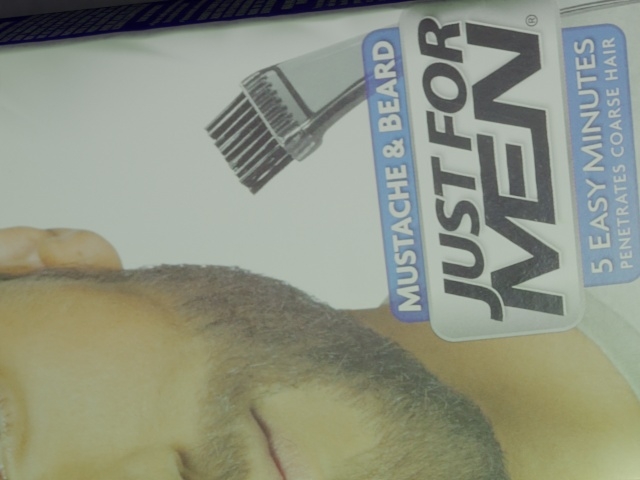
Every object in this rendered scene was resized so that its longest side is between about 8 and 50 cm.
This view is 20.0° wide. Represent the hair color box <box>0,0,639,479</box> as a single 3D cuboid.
[{"bbox_3d":[0.000,0.000,0.675,0.339,0.110,0.185,-6,104,6],"label":"hair color box"}]
